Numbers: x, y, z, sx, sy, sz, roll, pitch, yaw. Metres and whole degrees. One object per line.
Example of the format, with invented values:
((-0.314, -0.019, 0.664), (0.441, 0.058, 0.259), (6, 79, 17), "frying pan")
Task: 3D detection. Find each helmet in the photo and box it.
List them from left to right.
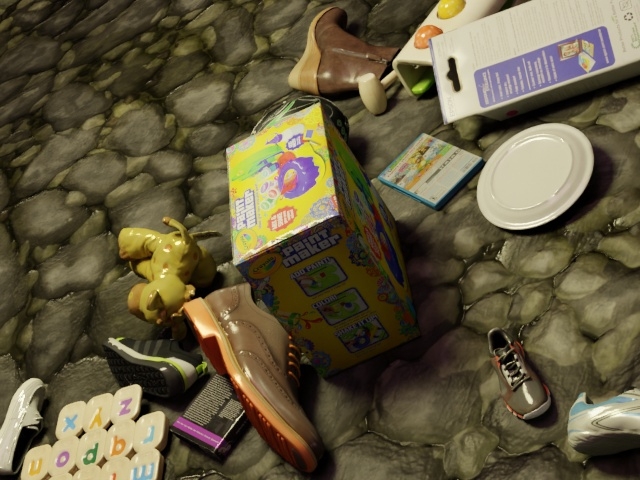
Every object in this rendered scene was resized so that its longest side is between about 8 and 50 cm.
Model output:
((-0.039, -0.172, 2.226), (0.169, 0.169, 0.161), (-5, 30, 35), "helmet")

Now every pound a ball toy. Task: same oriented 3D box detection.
((0.216, -0.378, 2.274), (0.208, 0.136, 0.319), (13, 57, 45), "pound a ball toy")

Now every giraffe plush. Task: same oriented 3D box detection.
((-0.265, 0.078, 2.132), (0.210, 0.181, 0.170), (-21, 48, 47), "giraffe plush")

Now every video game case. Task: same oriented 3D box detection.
((0.187, -0.120, 2.112), (0.119, 0.015, 0.166), (-45, 38, -11), "video game case")

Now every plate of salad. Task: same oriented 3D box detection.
((0.339, -0.097, 1.941), (0.200, 0.048, 0.200), (-22, 47, 26), "plate of salad")

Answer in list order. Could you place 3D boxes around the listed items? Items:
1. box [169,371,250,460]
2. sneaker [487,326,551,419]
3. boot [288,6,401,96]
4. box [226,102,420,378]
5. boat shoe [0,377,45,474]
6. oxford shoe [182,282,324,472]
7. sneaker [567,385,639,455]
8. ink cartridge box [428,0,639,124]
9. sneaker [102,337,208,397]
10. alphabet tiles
((-0.148, 0.259, 1.946), (0.116, 0.029, 0.162), (17, 62, 46), "box")
((0.260, 0.178, 1.684), (0.061, 0.065, 0.158), (-32, 36, 5), "sneaker")
((0.068, -0.373, 2.453), (0.207, 0.090, 0.248), (5, 50, 26), "boot")
((0.000, 0.000, 1.906), (0.177, 0.279, 0.290), (-25, 38, 14), "box")
((-0.513, 0.322, 2.138), (0.063, 0.066, 0.184), (6, 49, 24), "boat shoe")
((-0.077, 0.190, 1.860), (0.133, 0.130, 0.363), (-29, 52, -13), "oxford shoe")
((0.413, 0.215, 1.503), (0.237, 0.085, 0.086), (-7, 61, 34), "sneaker")
((0.374, -0.318, 2.084), (0.371, 0.069, 0.176), (-16, 67, 19), "ink cartridge box")
((-0.274, 0.207, 2.084), (0.097, 0.084, 0.235), (-30, 30, -35), "sneaker")
((-0.371, 0.369, 1.995), (0.284, 0.021, 0.278), (-18, 45, 22), "alphabet tiles")
